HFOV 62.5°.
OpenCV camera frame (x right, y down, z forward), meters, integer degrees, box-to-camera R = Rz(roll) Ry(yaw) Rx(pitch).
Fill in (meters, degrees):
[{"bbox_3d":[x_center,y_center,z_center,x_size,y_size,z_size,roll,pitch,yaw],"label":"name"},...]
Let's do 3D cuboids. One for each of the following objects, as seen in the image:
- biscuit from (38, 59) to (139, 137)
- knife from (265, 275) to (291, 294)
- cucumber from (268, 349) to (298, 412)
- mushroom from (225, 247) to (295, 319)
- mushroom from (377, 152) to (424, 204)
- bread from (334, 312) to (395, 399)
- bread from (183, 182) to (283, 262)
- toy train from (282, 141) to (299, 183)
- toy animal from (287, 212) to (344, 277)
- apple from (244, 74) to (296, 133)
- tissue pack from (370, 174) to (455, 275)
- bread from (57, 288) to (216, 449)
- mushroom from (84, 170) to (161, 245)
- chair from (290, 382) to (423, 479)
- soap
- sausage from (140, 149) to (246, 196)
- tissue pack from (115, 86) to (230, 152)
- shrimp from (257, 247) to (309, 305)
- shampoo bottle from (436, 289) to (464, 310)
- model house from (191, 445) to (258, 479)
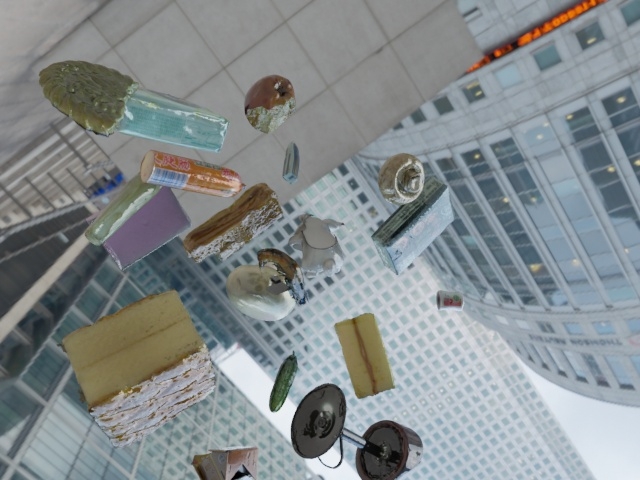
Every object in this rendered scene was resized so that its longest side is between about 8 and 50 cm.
[{"bbox_3d":[-0.505,-0.328,1.140,0.036,0.187,0.274,-56,-154,31],"label":"biscuit"},{"bbox_3d":[-0.169,0.168,1.959,0.072,0.019,0.245,-20,-169,-13],"label":"knife"},{"bbox_3d":[-0.104,0.407,1.522,0.056,0.056,0.250,-27,-160,27],"label":"cucumber"},{"bbox_3d":[-0.266,0.217,2.315,0.315,0.315,0.356,-39,-160,-4],"label":"mushroom"},{"bbox_3d":[0.258,-0.190,1.661,0.166,0.166,0.127,-40,-149,-9],"label":"mushroom"},{"bbox_3d":[0.165,0.418,1.939,0.167,0.163,0.264,-19,-145,2],"label":"bread"},{"bbox_3d":[-0.310,-0.047,1.879,0.380,0.185,0.109,-39,-119,-18],"label":"bread"},{"bbox_3d":[-0.109,-0.329,2.114,0.048,0.055,0.252,-31,-143,31],"label":"toy train"},{"bbox_3d":[-0.007,0.002,1.908,0.208,0.154,0.325,10,-141,4],"label":"toy animal"},{"bbox_3d":[-0.148,-0.421,1.591,0.158,0.156,0.147,-48,-129,43],"label":"apple"},{"bbox_3d":[0.335,-0.046,1.859,0.315,0.228,0.103,-44,-124,-8],"label":"tissue pack"},{"bbox_3d":[-0.403,0.293,1.211,0.279,0.279,0.207,-29,-120,-22],"label":"bread"},{"bbox_3d":[-0.531,-0.113,1.473,0.100,0.081,0.312,-31,-157,57],"label":"mushroom"},{"bbox_3d":[0.124,0.622,1.632,0.226,0.401,0.227,-34,-144,29],"label":"chair"},{"bbox_3d":[-0.546,-0.055,1.604,0.259,0.181,0.081,-37,-154,-21],"label":"soap"},{"bbox_3d":[-0.342,-0.179,1.490,0.093,0.312,0.093,-11,-105,48],"label":"sausage"},{"bbox_3d":[-0.568,-0.442,1.880,0.287,0.388,0.162,30,-73,43],"label":"tissue pack"},{"bbox_3d":[-0.143,0.135,1.975,0.222,0.290,0.054,14,-130,37],"label":"shrimp"},{"bbox_3d":[0.468,0.217,1.886,0.043,0.099,0.072,121,-28,-66],"label":"shampoo bottle"},{"bbox_3d":[-0.251,0.698,1.607,0.136,0.219,0.207,-46,-124,12],"label":"model house"}]
